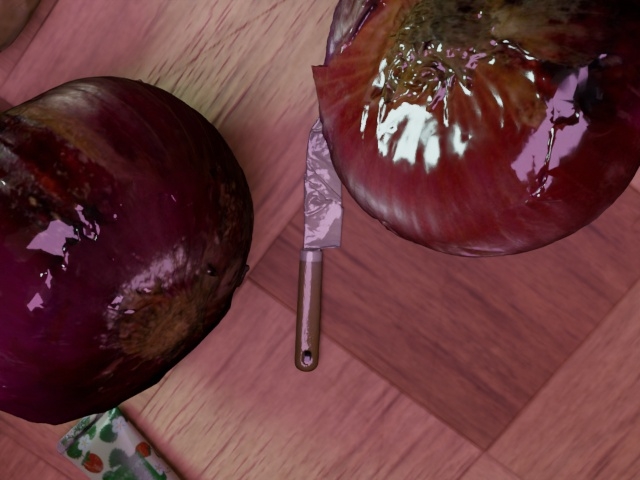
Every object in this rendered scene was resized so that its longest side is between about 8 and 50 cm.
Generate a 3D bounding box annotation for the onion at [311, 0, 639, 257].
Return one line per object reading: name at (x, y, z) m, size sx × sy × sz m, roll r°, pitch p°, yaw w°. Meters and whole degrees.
onion at (0.172, -0.148, 1.089) m, size 0.347 × 0.285 × 0.348 m, roll -9°, pitch 72°, yaw 30°

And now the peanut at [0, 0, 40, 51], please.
peanut at (-0.412, -0.203, 1.170) m, size 0.313 × 0.152 × 0.152 m, roll -37°, pitch 100°, yaw 16°

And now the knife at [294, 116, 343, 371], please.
knife at (0.000, -0.001, 1.254) m, size 0.047 × 0.017 × 0.298 m, roll 3°, pitch 103°, yaw 3°

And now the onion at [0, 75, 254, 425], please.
onion at (-0.261, -0.021, 1.149) m, size 0.385 × 0.347 × 0.348 m, roll 39°, pitch 110°, yaw 29°

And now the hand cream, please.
hand cream at (-0.180, 0.305, 1.344) m, size 0.095 × 0.059 × 0.276 m, roll -44°, pitch 94°, yaw 13°
